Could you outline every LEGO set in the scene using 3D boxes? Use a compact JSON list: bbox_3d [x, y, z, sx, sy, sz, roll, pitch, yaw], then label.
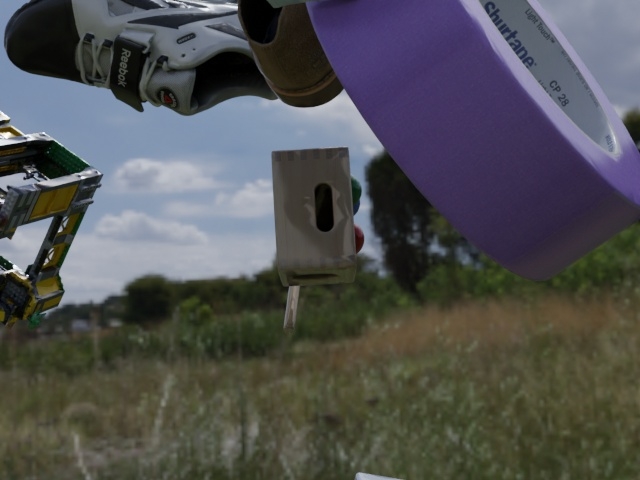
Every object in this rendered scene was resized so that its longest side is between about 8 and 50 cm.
[{"bbox_3d":[-0.429,-0.046,1.244,0.255,0.331,0.192,-52,-10,23],"label":"LEGO set"}]

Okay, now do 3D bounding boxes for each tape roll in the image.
[{"bbox_3d":[0.113,-0.110,0.746,0.090,0.274,0.275,-37,-21,23],"label":"tape roll"}]

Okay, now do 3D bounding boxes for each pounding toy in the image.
[{"bbox_3d":[0.001,0.010,1.204,0.094,0.181,0.206,-4,-10,0],"label":"pounding toy"}]

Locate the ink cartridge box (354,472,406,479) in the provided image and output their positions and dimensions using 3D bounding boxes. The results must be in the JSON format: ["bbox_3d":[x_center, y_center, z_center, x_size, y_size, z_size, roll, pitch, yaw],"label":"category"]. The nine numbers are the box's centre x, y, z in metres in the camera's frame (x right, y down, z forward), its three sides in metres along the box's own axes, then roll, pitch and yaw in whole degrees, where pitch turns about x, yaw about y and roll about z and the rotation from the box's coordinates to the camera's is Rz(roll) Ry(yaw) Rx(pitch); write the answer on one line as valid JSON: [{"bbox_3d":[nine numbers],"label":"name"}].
[{"bbox_3d":[0.134,0.338,1.273,0.189,0.066,0.232,10,6,-2],"label":"ink cartridge box"}]

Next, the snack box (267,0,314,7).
[{"bbox_3d":[-0.023,-0.271,0.632,0.070,0.207,0.174,1,-24,35],"label":"snack box"}]

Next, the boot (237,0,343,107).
[{"bbox_3d":[0.011,-0.273,0.917,0.112,0.305,0.115,9,-17,26],"label":"boot"}]

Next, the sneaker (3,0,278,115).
[{"bbox_3d":[-0.192,-0.208,1.222,0.331,0.146,0.122,-3,-42,-5],"label":"sneaker"}]
